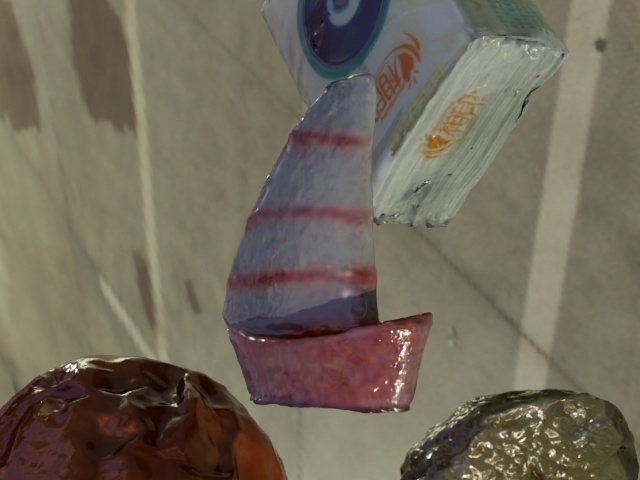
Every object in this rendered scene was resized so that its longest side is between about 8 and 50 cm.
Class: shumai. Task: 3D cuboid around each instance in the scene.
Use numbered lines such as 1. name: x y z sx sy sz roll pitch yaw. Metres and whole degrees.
1. shumai: 0.179 0.232 1.238 0.218 0.256 0.189 -167 60 -78

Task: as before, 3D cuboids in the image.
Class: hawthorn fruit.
1. hawthorn fruit: -0.240 0.348 1.366 0.472 0.472 0.471 47 146 46

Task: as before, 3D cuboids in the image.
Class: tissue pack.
1. tissue pack: 0.089 -0.248 1.426 0.287 0.162 0.388 -59 41 37

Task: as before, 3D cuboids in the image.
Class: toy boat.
1. toy boat: 0.000 0.000 1.041 0.206 0.096 0.282 2 95 32
